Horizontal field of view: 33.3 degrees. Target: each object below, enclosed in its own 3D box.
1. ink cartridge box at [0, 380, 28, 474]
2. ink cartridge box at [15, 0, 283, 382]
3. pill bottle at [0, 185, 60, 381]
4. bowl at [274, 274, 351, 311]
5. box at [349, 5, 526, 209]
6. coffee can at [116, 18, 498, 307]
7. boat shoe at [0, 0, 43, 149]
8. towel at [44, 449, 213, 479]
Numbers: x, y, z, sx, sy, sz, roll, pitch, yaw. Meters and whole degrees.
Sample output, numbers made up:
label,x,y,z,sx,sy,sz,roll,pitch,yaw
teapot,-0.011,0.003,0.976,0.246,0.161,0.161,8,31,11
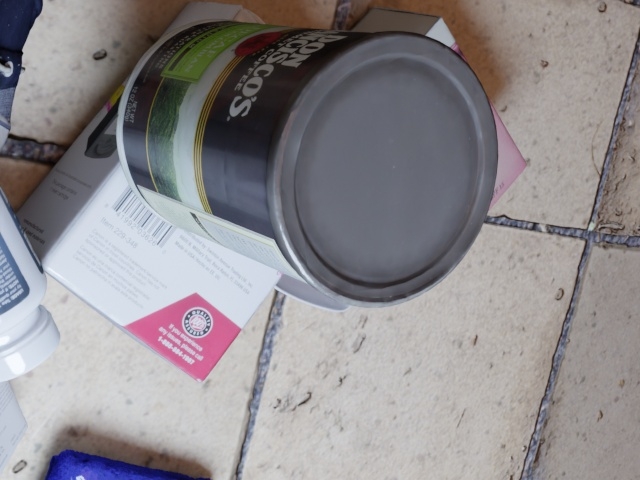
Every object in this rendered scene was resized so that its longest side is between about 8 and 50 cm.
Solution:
label,x,y,z,sx,sy,sz,roll,pitch,yaw
ink cartridge box,-0.343,0.117,0.944,0.056,0.181,0.225,-19,106,6
ink cartridge box,-0.125,-0.050,1.068,0.226,0.131,0.306,45,76,-35
pill bottle,-0.293,0.025,0.899,0.108,0.108,0.180,-32,118,-24
bowl,0.000,0.000,1.218,0.142,0.053,0.142,25,93,-39
box,0.104,-0.125,1.210,0.148,0.127,0.232,-48,126,-13
coffee can,-0.022,-0.075,0.880,0.201,0.275,0.201,-9,106,-32
boat shoe,-0.304,-0.168,0.814,0.127,0.340,0.158,18,87,-3
towel,-0.253,0.380,1.153,0.227,0.076,0.308,26,88,-45
